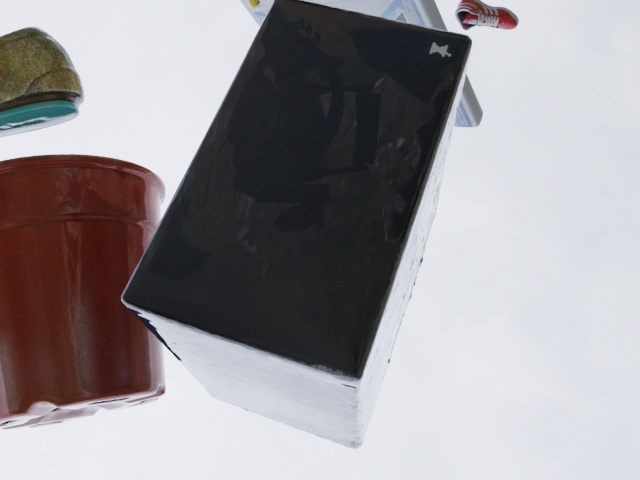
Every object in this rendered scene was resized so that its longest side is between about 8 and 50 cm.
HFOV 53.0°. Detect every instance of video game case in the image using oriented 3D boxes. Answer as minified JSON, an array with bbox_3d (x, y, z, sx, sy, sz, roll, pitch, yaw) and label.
[{"bbox_3d":[0.066,-0.291,1.005,0.329,0.300,0.036,46,-119,-48],"label":"video game case"}]

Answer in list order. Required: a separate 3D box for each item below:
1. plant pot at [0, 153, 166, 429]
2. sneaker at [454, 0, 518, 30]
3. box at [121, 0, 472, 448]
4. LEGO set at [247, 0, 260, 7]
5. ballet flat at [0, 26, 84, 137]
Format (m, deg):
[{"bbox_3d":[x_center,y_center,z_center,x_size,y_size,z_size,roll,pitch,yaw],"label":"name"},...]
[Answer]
[{"bbox_3d":[-0.305,0.075,0.772,0.273,0.272,0.265,-2,-108,-33],"label":"plant pot"},{"bbox_3d":[0.308,-0.414,1.204,0.119,0.042,0.067,26,-128,11],"label":"sneaker"},{"bbox_3d":[0.000,0.000,0.590,0.183,0.294,0.296,17,-114,10],"label":"box"},{"bbox_3d":[-0.022,-0.255,0.422,0.132,0.107,0.287,52,-159,-44],"label":"LEGO set"},{"bbox_3d":[-0.427,-0.136,0.663,0.349,0.123,0.123,-20,-99,-10],"label":"ballet flat"}]
